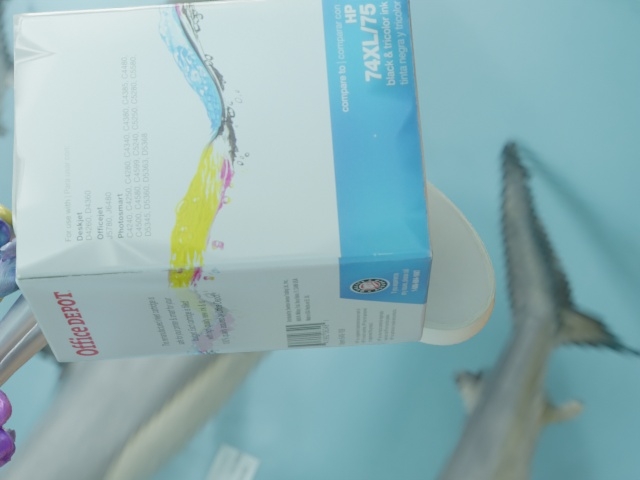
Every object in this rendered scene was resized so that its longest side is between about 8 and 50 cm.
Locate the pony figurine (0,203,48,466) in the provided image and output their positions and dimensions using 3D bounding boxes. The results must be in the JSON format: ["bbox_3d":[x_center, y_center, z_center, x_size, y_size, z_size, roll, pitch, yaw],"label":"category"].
[{"bbox_3d":[-0.344,0.147,1.637,0.363,0.303,0.351,-54,-3,-4],"label":"pony figurine"}]

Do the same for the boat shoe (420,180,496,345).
[{"bbox_3d":[0.000,0.000,1.535,0.127,0.340,0.158,-43,-24,-23],"label":"boat shoe"}]

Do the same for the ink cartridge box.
[{"bbox_3d":[-0.067,-0.039,1.290,0.198,0.270,0.197,89,177,-71],"label":"ink cartridge box"}]
